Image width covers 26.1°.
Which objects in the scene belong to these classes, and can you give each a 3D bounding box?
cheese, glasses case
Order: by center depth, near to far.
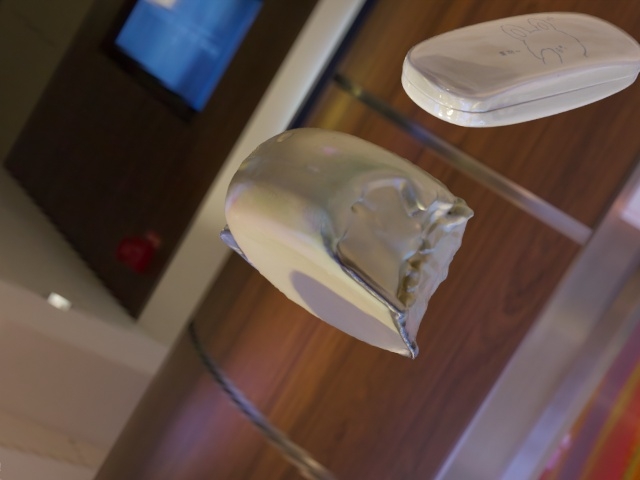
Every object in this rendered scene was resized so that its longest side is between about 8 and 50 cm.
[{"bbox_3d":[0.006,0.004,0.523,0.092,0.047,0.171,37,166,2],"label":"cheese"},{"bbox_3d":[0.167,-0.142,1.120,0.233,0.059,0.092,-15,-137,-35],"label":"glasses case"}]

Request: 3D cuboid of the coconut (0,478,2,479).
[{"bbox_3d":[-0.134,0.084,0.337,0.122,0.116,0.116,20,-167,-48],"label":"coconut"}]
